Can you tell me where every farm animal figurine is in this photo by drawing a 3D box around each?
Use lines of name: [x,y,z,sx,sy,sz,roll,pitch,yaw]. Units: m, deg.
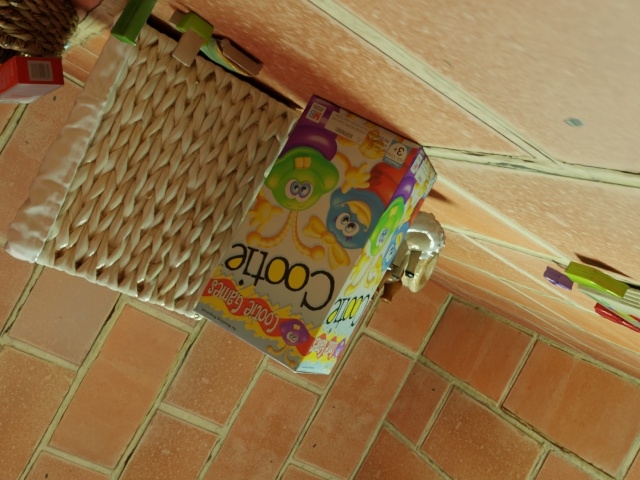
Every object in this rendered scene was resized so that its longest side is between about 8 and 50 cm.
farm animal figurine: [0.012,-0.054,1.255,0.331,0.172,0.327,26,164,-4]

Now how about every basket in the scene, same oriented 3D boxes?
basket: [-0.234,-0.096,1.121,0.267,0.331,0.328,27,180,-17]
basket: [-0.503,-0.300,1.211,0.214,0.223,0.299,28,178,-5]

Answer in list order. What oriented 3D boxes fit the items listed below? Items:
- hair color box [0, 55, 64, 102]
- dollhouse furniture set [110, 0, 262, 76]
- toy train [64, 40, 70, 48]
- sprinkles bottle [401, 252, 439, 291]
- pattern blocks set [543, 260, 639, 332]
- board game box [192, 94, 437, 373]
hair color box: [-0.442,-0.237,1.206,0.072,0.043,0.141,-7,-179,-41]
dollhouse furniture set: [-0.140,-0.202,0.864,0.152,0.058,0.076,30,179,-42]
toy train: [-0.529,-0.368,1.425,0.046,0.125,0.166,-11,143,40]
sprinkles bottle: [0.102,-0.008,1.928,0.356,0.121,0.121,28,178,20]
pattern blocks set: [0.427,0.095,1.046,0.285,0.026,0.325,29,179,-32]
board game box: [0.000,0.000,0.940,0.144,0.275,0.142,28,179,18]
